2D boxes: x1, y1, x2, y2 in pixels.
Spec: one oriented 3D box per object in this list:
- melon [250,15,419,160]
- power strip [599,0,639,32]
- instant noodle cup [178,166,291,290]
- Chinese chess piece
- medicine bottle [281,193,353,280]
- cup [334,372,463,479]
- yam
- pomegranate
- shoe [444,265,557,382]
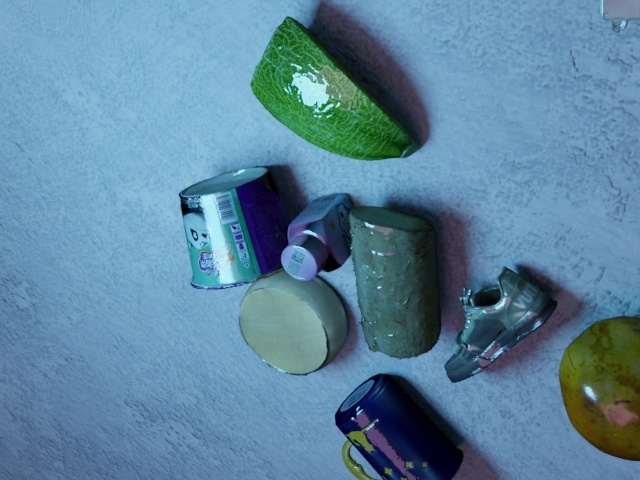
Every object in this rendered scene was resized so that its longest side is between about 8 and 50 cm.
[{"bbox_3d":[0.034,-0.248,1.551,0.323,0.124,0.196,39,138,4],"label":"melon"},{"bbox_3d":[0.468,-0.440,1.228,0.118,0.046,0.270,5,120,24],"label":"power strip"},{"bbox_3d":[-0.174,-0.033,1.740,0.251,0.251,0.190,-5,108,32],"label":"instant noodle cup"},{"bbox_3d":[-0.062,0.182,1.894,0.249,0.103,0.250,15,125,22],"label":"Chinese chess piece"},{"bbox_3d":[0.000,0.000,1.683,0.094,0.188,0.119,-8,115,33],"label":"medicine bottle"},{"bbox_3d":[0.137,0.462,1.888,0.255,0.178,0.256,-42,92,13],"label":"cup"},{"bbox_3d":[0.149,0.068,1.659,0.168,0.168,0.304,8,122,26],"label":"yam"},{"bbox_3d":[0.554,0.254,1.501,0.264,0.264,0.264,15,125,21],"label":"pomegranate"},{"bbox_3d":[0.315,0.157,1.664,0.149,0.109,0.293,46,128,2],"label":"shoe"}]
